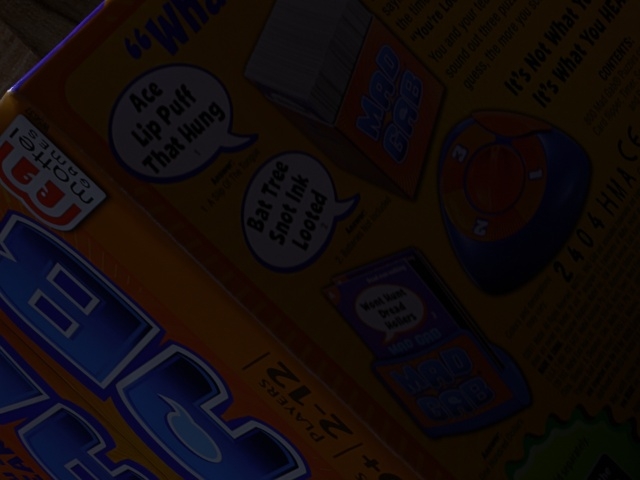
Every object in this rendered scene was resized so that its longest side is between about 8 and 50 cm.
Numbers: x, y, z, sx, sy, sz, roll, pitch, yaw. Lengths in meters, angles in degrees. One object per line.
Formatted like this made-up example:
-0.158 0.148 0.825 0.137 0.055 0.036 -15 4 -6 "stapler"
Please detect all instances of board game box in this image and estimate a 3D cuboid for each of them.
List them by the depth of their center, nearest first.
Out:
0.000 0.000 1.015 0.356 0.356 0.356 -50 9 -34 "board game box"
